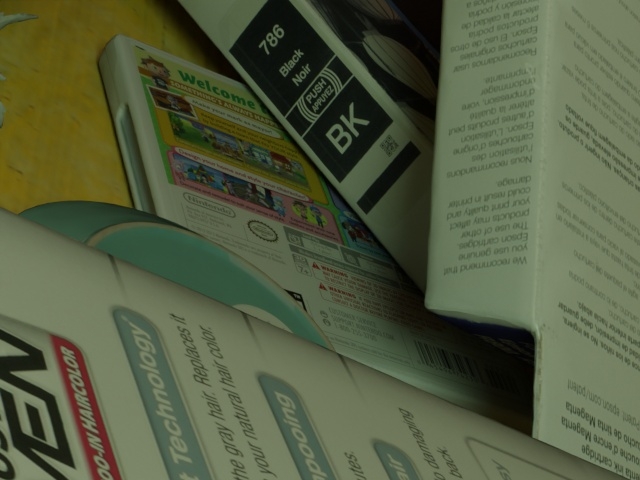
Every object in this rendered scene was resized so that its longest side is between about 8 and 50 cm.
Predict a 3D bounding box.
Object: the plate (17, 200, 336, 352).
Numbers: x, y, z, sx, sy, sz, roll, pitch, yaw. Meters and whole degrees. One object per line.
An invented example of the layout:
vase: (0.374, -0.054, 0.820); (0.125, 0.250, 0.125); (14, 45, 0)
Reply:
plate: (-0.043, 0.045, 0.678); (0.188, 0.024, 0.188); (29, 28, -17)

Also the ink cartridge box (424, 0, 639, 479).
ink cartridge box: (0.163, 0.009, 0.860); (0.324, 0.071, 0.330); (31, 58, -47)

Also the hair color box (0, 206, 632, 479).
hair color box: (0.018, 0.133, 0.491); (0.374, 0.113, 0.185); (26, 22, -34)

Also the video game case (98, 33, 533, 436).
video game case: (0.000, 0.000, 0.851); (0.212, 0.023, 0.193); (20, 35, -33)

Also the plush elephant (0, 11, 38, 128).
plush elephant: (-0.177, -0.222, 0.729); (0.272, 0.330, 0.255); (8, 19, -48)

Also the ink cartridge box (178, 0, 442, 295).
ink cartridge box: (0.015, -0.114, 0.942); (0.332, 0.065, 0.165); (49, 30, 18)
